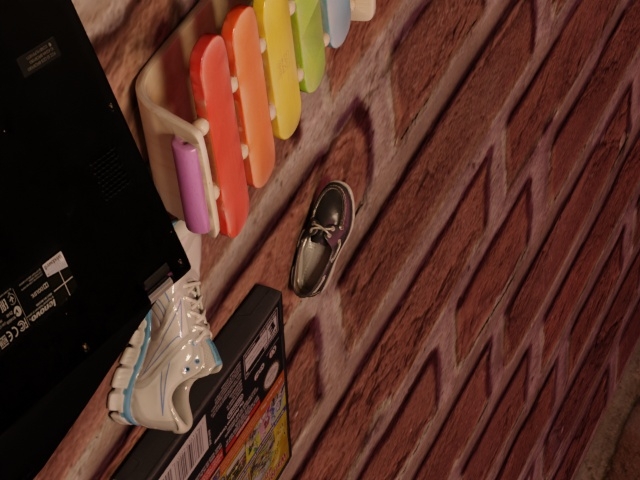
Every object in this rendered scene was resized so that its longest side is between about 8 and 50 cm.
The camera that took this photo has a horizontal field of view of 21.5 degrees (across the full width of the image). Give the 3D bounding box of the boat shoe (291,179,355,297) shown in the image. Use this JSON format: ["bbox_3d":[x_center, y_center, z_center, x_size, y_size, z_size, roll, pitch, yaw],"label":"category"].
[{"bbox_3d":[0.000,0.000,1.709,0.125,0.046,0.038,-69,166,17],"label":"boat shoe"}]

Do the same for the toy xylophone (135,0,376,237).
[{"bbox_3d":[-0.059,-0.166,1.365,0.322,0.081,0.236,-61,156,-29],"label":"toy xylophone"}]

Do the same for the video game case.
[{"bbox_3d":[-0.106,0.219,1.629,0.275,0.035,0.248,-55,153,-41],"label":"video game case"}]

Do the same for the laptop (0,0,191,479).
[{"bbox_3d":[-0.286,0.070,1.069,0.382,0.236,0.407,-45,118,-52],"label":"laptop"}]

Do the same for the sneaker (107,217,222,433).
[{"bbox_3d":[-0.115,0.073,1.419,0.071,0.083,0.190,-12,116,-65],"label":"sneaker"}]
